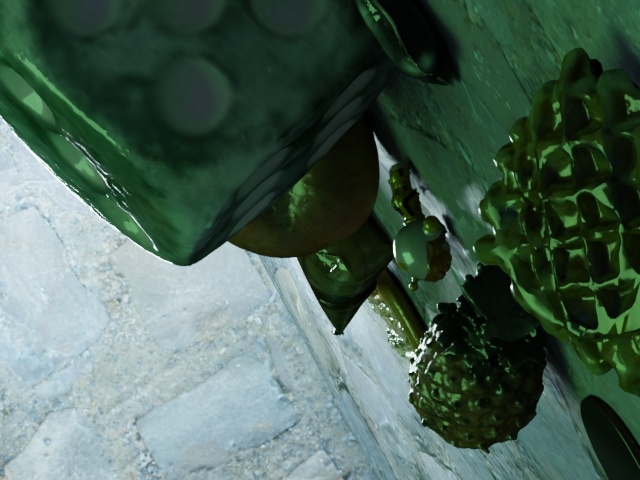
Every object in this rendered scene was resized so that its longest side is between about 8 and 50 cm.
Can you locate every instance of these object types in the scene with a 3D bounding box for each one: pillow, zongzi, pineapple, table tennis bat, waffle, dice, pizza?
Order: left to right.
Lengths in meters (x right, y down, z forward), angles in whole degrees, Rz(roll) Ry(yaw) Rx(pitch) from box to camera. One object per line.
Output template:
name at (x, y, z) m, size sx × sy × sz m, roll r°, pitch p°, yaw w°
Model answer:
dice at (-0.140, -0.192, 1.871) m, size 0.348 × 0.330 × 0.328 m, roll 41°, pitch 165°, yaw 3°
zongzi at (0.000, 0.000, 2.543) m, size 0.221 × 0.112 × 0.242 m, roll 58°, pitch 159°, yaw 19°
pizza at (0.104, 0.112, 2.627) m, size 0.181 × 0.034 × 0.262 m, roll 61°, pitch 172°, yaw -3°
pillow at (0.077, -0.203, 1.717) m, size 0.136 × 0.055 × 0.091 m, roll 60°, pitch 174°, yaw 19°
pineapple at (0.182, 0.109, 1.894) m, size 0.158 × 0.157 × 0.279 m, roll 58°, pitch 158°, yaw 24°
waffle at (0.200, -0.019, 1.296) m, size 0.204 × 0.054 × 0.223 m, roll 50°, pitch 133°, yaw 31°
table tennis bat at (0.341, 0.284, 1.855) m, size 0.274 × 0.021 × 0.154 m, roll 63°, pitch 172°, yaw 5°

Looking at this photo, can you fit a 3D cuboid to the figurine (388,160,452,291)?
figurine at (0.111, -0.020, 2.085) m, size 0.101 × 0.068 × 0.143 m, roll -130°, pitch 26°, yaw -74°

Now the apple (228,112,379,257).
apple at (-0.052, -0.102, 2.168) m, size 0.261 × 0.260 × 0.194 m, roll 63°, pitch -171°, yaw -8°
